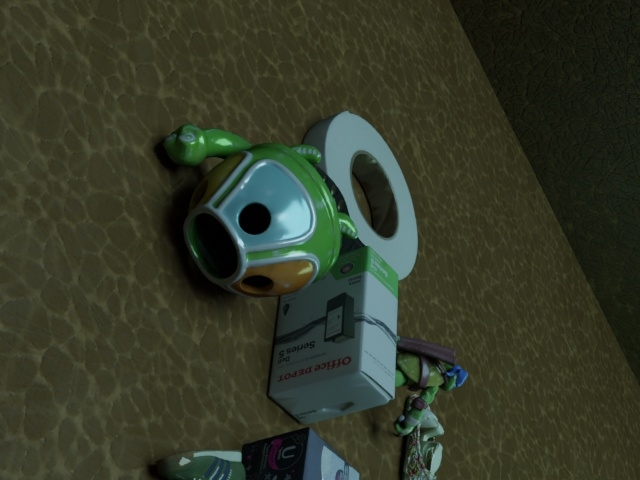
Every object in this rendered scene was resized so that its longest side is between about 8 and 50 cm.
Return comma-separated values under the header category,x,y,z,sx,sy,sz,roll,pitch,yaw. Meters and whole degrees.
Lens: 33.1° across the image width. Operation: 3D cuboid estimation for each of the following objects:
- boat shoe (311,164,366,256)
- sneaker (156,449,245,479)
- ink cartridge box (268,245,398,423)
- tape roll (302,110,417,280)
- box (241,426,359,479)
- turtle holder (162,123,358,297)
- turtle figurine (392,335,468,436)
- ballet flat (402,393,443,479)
category,x,y,z,sx,sy,sz,roll,pitch,yaw
boat shoe,0.000,0.000,2.090,0.122,0.120,0.324,-48,116,-46
sneaker,-0.168,0.363,1.616,0.192,0.064,0.086,18,53,-60
ink cartridge box,0.028,0.170,1.944,0.115,0.198,0.272,45,37,-39
tape roll,0.091,-0.090,2.355,0.392,0.072,0.392,37,43,-46
box,-0.040,0.452,1.708,0.163,0.142,0.247,48,36,-35
turtle holder,-0.113,-0.056,1.800,0.227,0.243,0.320,-25,105,-45
turtle figurine,0.127,0.282,2.157,0.266,0.275,0.197,19,78,-32
ballet flat,0.221,0.425,2.258,0.091,0.077,0.241,46,36,-36
